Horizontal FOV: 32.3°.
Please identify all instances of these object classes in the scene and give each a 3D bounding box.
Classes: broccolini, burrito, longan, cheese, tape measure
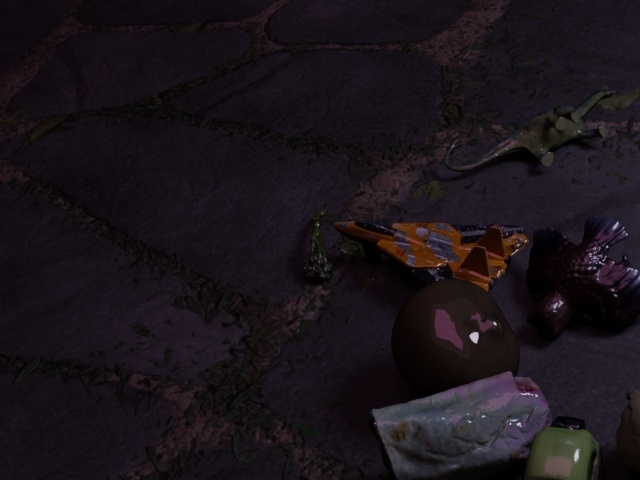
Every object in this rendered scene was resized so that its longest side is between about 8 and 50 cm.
[{"bbox_3d":[-0.001,-0.005,1.886,0.054,0.052,0.194,-5,39,9],"label":"broccolini"},{"bbox_3d":[0.187,0.254,1.422,0.228,0.144,0.089,-19,13,-1],"label":"burrito"},{"bbox_3d":[0.186,0.147,1.535,0.189,0.189,0.189,-11,38,9],"label":"longan"},{"bbox_3d":[0.448,0.259,1.318,0.202,0.175,0.091,25,92,14],"label":"cheese"},{"bbox_3d":[0.290,0.296,1.333,0.087,0.154,0.177,3,47,21],"label":"tape measure"}]

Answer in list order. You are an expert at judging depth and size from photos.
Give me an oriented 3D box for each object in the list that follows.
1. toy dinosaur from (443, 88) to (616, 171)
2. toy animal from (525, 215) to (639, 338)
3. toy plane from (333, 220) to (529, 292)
[{"bbox_3d":[0.399,-0.191,1.944,0.362,0.077,0.147,-25,19,-12],"label":"toy dinosaur"},{"bbox_3d":[0.372,0.055,1.616,0.179,0.116,0.218,-38,49,-25],"label":"toy animal"},{"bbox_3d":[0.154,0.020,1.766,0.316,0.103,0.204,8,42,38],"label":"toy plane"}]
